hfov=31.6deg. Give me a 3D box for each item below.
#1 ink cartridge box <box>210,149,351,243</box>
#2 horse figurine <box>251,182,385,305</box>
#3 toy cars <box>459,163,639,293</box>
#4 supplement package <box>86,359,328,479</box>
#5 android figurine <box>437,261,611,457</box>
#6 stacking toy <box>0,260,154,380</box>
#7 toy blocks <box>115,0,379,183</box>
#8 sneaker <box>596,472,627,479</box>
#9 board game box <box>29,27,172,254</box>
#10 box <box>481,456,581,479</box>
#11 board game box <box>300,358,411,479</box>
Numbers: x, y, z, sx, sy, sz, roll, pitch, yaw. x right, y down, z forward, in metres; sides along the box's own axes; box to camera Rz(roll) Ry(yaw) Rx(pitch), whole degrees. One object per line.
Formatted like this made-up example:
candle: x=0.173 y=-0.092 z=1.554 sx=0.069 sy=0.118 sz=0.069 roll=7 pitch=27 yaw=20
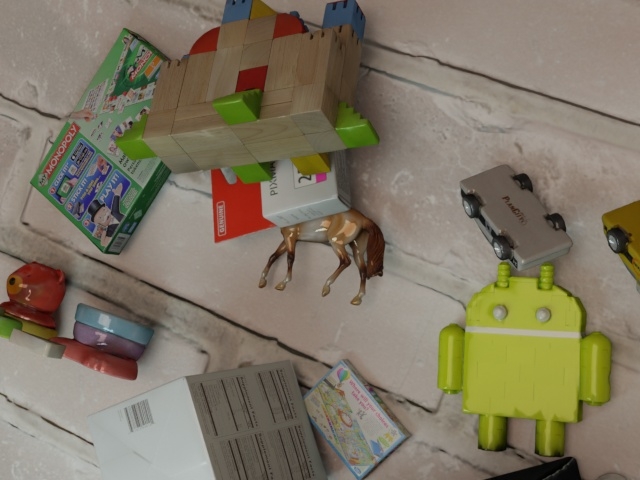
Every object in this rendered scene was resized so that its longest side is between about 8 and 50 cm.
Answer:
ink cartridge box: x=-0.081 y=-0.153 z=1.749 sx=0.239 sy=0.060 sz=0.275 roll=-14 pitch=67 yaw=21
horse figurine: x=0.000 y=0.000 z=1.728 sx=0.263 sy=0.066 sz=0.174 roll=8 pitch=80 yaw=31
toy cars: x=0.364 y=0.008 z=1.554 sx=0.393 sy=0.087 sz=0.176 roll=16 pitch=50 yaw=23
supplement package: x=-0.162 y=0.307 z=1.664 sx=0.199 sy=0.262 sz=0.198 roll=-24 pitch=77 yaw=30
android figurine: x=0.288 y=0.166 z=1.605 sx=0.248 sy=0.056 sz=0.273 roll=3 pitch=90 yaw=24
stacking toy: x=-0.432 y=0.108 z=1.810 sx=0.309 sy=0.279 sz=0.130 roll=17 pitch=83 yaw=25
toy blocks: x=-0.093 y=-0.248 z=1.672 sx=0.381 sy=0.191 sz=0.261 roll=-7 pitch=58 yaw=24
sneaker: x=0.430 y=0.421 z=1.498 sx=0.078 sy=0.106 sz=0.234 roll=-38 pitch=73 yaw=18
board game box: x=-0.333 y=-0.165 z=1.889 sx=0.213 sy=0.046 sz=0.317 roll=40 pitch=103 yaw=27
box: x=0.162 y=0.588 z=1.501 sx=0.480 sy=0.297 sz=0.472 roll=-20 pitch=81 yaw=21
board game box: x=0.049 y=0.271 z=1.716 sx=0.103 sy=0.026 sz=0.154 roll=-45 pitch=71 yaw=15
